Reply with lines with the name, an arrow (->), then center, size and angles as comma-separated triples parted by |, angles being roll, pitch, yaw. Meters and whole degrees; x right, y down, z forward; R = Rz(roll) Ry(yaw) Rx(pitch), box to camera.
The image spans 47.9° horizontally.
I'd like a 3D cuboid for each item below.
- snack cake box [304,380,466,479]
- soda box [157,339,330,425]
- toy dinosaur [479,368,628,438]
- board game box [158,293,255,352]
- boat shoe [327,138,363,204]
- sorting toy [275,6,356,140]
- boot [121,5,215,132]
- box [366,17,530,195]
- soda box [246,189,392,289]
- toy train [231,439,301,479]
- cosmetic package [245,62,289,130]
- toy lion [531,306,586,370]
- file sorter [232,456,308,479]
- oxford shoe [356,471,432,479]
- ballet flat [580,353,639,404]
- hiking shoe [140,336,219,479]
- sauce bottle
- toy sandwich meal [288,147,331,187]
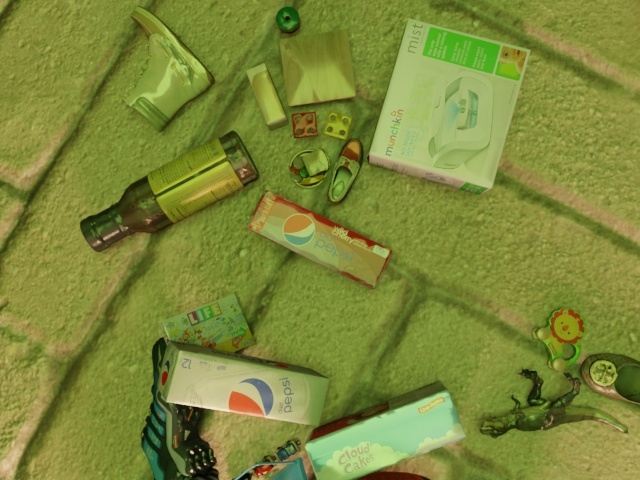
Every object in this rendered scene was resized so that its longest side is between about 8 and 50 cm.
snack cake box -> 0.114, 0.342, 1.282 | 0.264, 0.152, 0.089 | -21, 85, 3
soda box -> -0.134, 0.254, 1.275 | 0.286, 0.098, 0.091 | 16, 87, -23
toy dinosaur -> 0.419, 0.298, 1.310 | 0.268, 0.064, 0.118 | -3, 100, 3
board game box -> -0.210, 0.173, 1.339 | 0.154, 0.026, 0.103 | -20, 83, -33
boat shoe -> 0.047, -0.133, 1.377 | 0.049, 0.043, 0.137 | 21, 86, 7
sorting toy -> -0.003, -0.319, 1.392 | 0.132, 0.046, 0.274 | -8, 85, 3
boot -> -0.333, -0.334, 1.403 | 0.165, 0.077, 0.213 | -44, 87, 2
box -> 0.231, -0.242, 1.333 | 0.231, 0.127, 0.262 | 17, 88, 3
soda box -> 0.000, 0.000, 1.345 | 0.263, 0.092, 0.083 | 27, 89, 5
toy train -> -0.105, 0.422, 1.349 | 0.158, 0.036, 0.027 | -35, 84, 1
cosmetic package -> -0.101, -0.276, 1.390 | 0.041, 0.060, 0.115 | -22, 86, 2
toy lion -> 0.450, 0.178, 1.333 | 0.096, 0.034, 0.100 | -25, 85, -6
file sorter -> -0.083, 0.483, 1.254 | 0.118, 0.104, 0.170 | -46, 48, 34
oxford shoe -> 0.079, 0.464, 1.207 | 0.271, 0.097, 0.098 | -8, 108, -21
ballet flat -> 0.597, 0.271, 1.299 | 0.250, 0.058, 0.084 | 23, 87, 5
hiking shoe -> -0.288, 0.332, 1.334 | 0.132, 0.113, 0.304 | -18, 74, 23
sauce bottle -> -0.289, -0.088, 1.364 | 0.344, 0.111, 0.111 | -26, 84, 2
toy sandwich meal -> -0.021, -0.141, 1.388 | 0.086, 0.029, 0.085 | 0, 86, 4
